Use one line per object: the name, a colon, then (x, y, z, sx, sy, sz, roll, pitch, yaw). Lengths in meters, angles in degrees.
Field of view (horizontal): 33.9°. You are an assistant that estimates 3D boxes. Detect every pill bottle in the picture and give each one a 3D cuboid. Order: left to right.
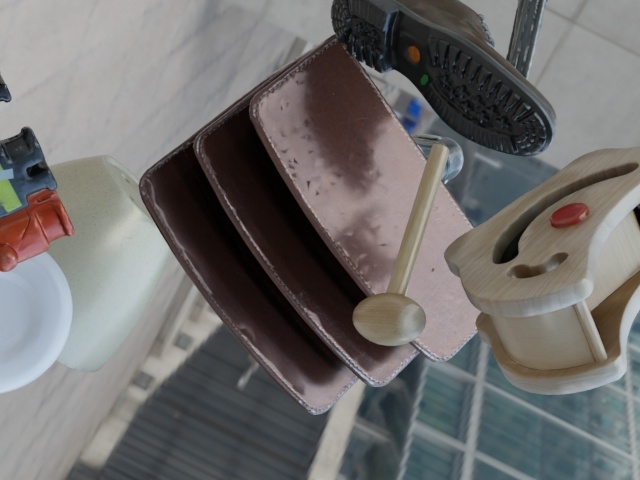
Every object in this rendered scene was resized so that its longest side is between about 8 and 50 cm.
pill bottle: (-0.420, 0.070, 1.267, 0.181, 0.181, 0.323, -63, -155, -9)

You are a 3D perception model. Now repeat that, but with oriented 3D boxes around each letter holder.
letter holder: (0.000, 0.000, 1.001, 0.214, 0.302, 0.152, -41, -168, -23)

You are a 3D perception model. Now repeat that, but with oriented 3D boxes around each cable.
cable: (0.250, -0.274, 1.135, 0.139, 0.072, 0.287, 106, -4, -62)

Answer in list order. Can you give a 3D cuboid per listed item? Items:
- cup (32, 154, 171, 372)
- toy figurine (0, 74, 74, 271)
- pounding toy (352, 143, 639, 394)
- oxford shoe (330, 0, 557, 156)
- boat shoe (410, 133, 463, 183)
cup: (-0.368, 0.005, 1.642, 0.237, 0.331, 0.331, -40, -177, 5)
toy figurine: (-0.304, -0.071, 0.825, 0.148, 0.213, 0.209, -25, 173, -13)
pounding toy: (0.158, -0.003, 0.728, 0.269, 0.155, 0.154, -33, -160, -17)
oxford shoe: (0.119, -0.156, 0.876, 0.096, 0.227, 0.083, -29, 151, -32)
boat shoe: (0.111, -0.094, 1.574, 0.335, 0.119, 0.121, -171, -110, -71)
